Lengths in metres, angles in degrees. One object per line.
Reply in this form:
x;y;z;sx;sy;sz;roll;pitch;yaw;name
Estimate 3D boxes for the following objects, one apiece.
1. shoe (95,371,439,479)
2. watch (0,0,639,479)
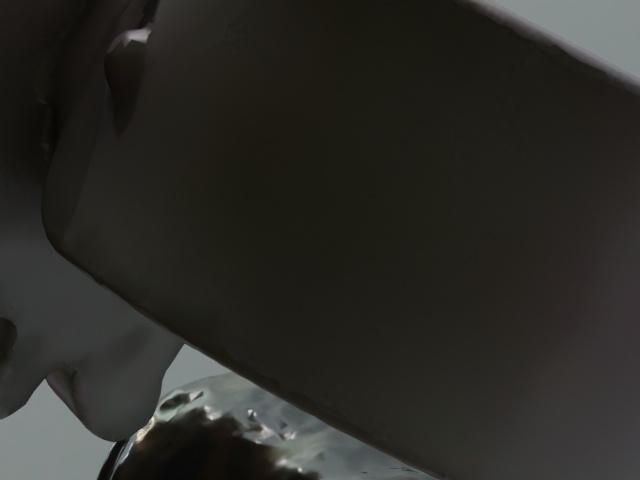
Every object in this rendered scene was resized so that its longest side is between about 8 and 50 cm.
0.033;0.178;0.753;0.384;0.171;0.237;58;-25;28;shoe
0.000;0.000;0.510;0.231;0.244;0.196;33;-82;35;watch
